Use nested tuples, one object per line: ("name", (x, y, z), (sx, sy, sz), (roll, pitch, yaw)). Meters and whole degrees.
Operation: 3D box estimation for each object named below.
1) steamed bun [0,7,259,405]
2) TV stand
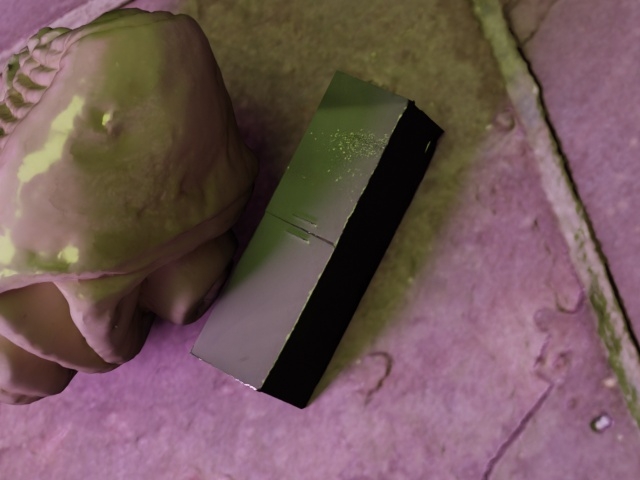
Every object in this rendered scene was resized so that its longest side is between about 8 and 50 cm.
("steamed bun", (-0.189, -0.022, 1.500), (0.352, 0.247, 0.339), (-66, 20, -5))
("TV stand", (0.000, 0.000, 1.484), (0.083, 0.088, 0.269), (24, 87, 31))
